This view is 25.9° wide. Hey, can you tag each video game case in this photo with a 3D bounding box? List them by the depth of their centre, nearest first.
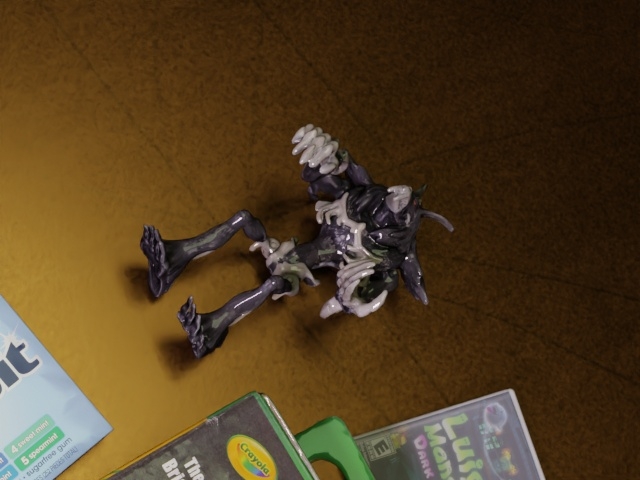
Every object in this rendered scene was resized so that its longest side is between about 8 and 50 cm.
[{"bbox_3d":[0.121,0.239,1.193,0.173,0.022,0.190,-14,78,-23],"label":"video game case"}]

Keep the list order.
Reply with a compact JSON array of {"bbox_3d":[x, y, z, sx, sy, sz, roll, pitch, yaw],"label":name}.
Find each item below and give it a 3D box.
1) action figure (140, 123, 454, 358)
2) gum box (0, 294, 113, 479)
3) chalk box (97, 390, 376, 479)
[{"bbox_3d":[0.000,0.000,1.166,0.275,0.141,0.164,-22,77,-21],"label":"action figure"},{"bbox_3d":[-0.280,0.128,1.078,0.157,0.041,0.184,-40,90,-25],"label":"gum box"},{"bbox_3d":[-0.086,0.239,1.037,0.289,0.179,0.180,-27,82,-26],"label":"chalk box"}]
